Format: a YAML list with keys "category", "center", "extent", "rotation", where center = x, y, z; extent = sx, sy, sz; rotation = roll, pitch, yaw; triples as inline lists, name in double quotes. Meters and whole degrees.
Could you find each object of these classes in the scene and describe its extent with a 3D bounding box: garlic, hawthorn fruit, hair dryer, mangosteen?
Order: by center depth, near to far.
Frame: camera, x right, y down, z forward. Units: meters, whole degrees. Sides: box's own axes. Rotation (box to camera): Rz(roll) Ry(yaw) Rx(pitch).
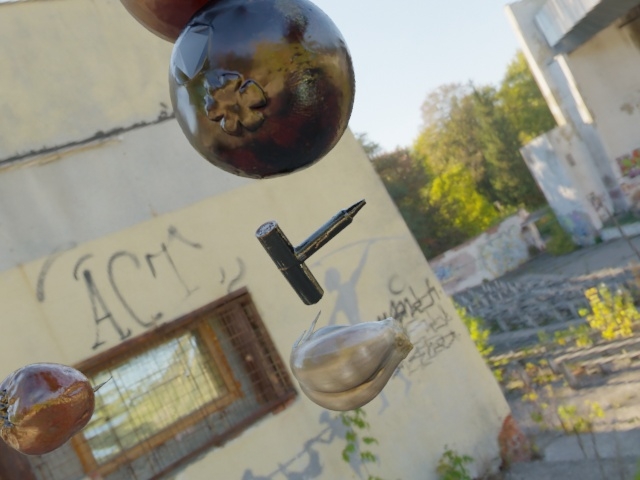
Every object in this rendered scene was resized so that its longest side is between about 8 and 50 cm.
- category: "mangosteen"
  center: [-0.089, -0.242, 1.042]
  extent: [0.311, 0.311, 0.311]
  rotation: [-26, -3, -1]
- category: "hawthorn fruit"
  center: [-0.414, 0.262, 1.061]
  extent: [0.189, 0.149, 0.149]
  rotation: [4, -18, -27]
- category: "hair dryer"
  center: [0.011, 0.008, 1.186]
  extent: [0.194, 0.173, 0.050]
  rotation: [-27, 30, 9]
- category: "garlic"
  center: [0.017, 0.268, 1.608]
  extent: [0.340, 0.246, 0.231]
  rotation: [5, -20, 47]

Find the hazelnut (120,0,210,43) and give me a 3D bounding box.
- category: "hazelnut"
  center: [-0.216, -0.547, 1.196]
  extent: [0.359, 0.359, 0.409]
  rotation: [-28, 33, 25]
